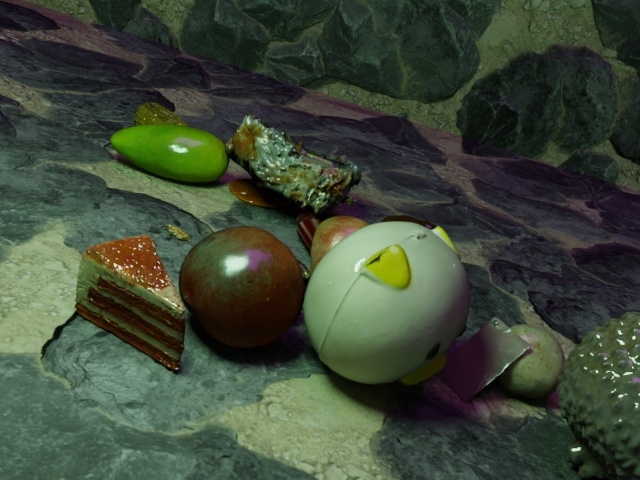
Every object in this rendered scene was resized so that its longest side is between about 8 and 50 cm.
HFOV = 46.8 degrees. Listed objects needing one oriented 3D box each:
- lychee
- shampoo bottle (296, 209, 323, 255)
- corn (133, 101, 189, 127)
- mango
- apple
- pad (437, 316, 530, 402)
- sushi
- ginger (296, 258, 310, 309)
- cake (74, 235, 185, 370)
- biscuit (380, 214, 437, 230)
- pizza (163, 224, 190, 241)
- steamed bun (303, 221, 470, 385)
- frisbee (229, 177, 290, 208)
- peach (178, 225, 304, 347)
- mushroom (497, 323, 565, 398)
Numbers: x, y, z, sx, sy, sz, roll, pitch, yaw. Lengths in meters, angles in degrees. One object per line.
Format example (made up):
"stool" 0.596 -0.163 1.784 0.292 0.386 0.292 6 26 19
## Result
"lychee" 0.653 0.308 1.392 0.380 0.432 0.380 52 9 -11
"shampoo bottle" 0.000 0.000 1.989 0.102 0.064 0.260 7 26 -24
"corn" -0.497 -0.363 2.395 0.115 0.115 0.318 -8 34 -44
"mango" -0.435 -0.258 2.151 0.343 0.155 0.192 8 17 -12
"apple" 0.059 0.045 1.760 0.164 0.209 0.209 4 23 6
"pad" 0.344 0.252 1.586 0.188 0.006 0.113 -39 46 -7
"sushi" -0.066 -0.215 2.162 0.418 0.175 0.417 25 8 -4
"ginger" -0.099 0.079 1.747 0.166 0.080 0.333 28 15 -13
"cake" -0.361 0.116 1.388 0.160 0.158 0.262 -2 31 -29
"biscuit" 0.286 -0.028 2.276 0.212 0.036 0.212 14 24 -6
"pizza" -0.359 -0.018 1.851 0.083 0.016 0.037 28 25 15
"steamed bun" 0.137 0.123 1.496 0.334 0.333 0.374 28 27 24
"frisbee" -0.180 -0.152 2.237 0.192 0.035 0.192 14 23 -6
"peach" -0.163 0.090 1.487 0.253 0.252 0.252 14 24 -7
"mushroom" 0.456 0.266 1.630 0.166 0.166 0.127 9 -13 -18
